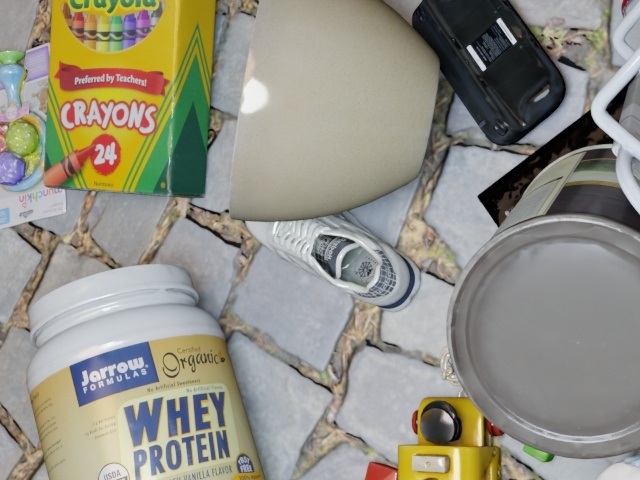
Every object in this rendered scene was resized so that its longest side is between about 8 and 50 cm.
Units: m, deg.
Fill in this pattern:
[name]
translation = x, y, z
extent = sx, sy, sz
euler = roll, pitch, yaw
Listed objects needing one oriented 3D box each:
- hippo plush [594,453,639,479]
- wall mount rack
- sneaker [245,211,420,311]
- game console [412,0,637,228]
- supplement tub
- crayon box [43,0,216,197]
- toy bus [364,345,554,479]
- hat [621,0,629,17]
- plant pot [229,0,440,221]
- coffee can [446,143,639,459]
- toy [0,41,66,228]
[hippo plush]
translation = 0.360, 0.291, 0.962
extent = 0.294, 0.234, 0.237
euler = -18, 62, -17
[wall mount rack]
translation = 0.379, -0.081, 0.970
extent = 0.304, 0.350, 0.130
euler = 38, 122, -2
[sneaker]
translation = 0.000, 0.000, 1.270
extent = 0.235, 0.095, 0.090
euler = 25, 96, 30
[game console]
translation = 0.229, -0.146, 1.201
extent = 0.213, 0.044, 0.361
euler = -37, 69, 18
[supplement tub]
translation = -0.196, 0.207, 1.264
extent = 0.228, 0.228, 0.316
euler = -26, 71, 22
[crayon box]
translation = -0.237, -0.217, 1.409
extent = 0.202, 0.081, 0.319
euler = 4, 93, 29
[toy bus]
translation = 0.129, 0.232, 1.159
extent = 0.202, 0.104, 0.191
euler = 46, 103, 25
[hat]
translation = 0.405, -0.364, 1.154
extent = 0.208, 0.183, 0.173
euler = -16, 79, -18
[plant pot]
translation = 0.022, -0.147, 1.208
extent = 0.190, 0.284, 0.284
euler = 10, 86, -1
[coffee can]
translation = 0.241, 0.039, 1.000
extent = 0.201, 0.275, 0.202
euler = 6, 109, 19
[toy]
translation = -0.419, -0.143, 1.534
extent = 0.136, 0.056, 0.237
euler = -12, 77, 27
